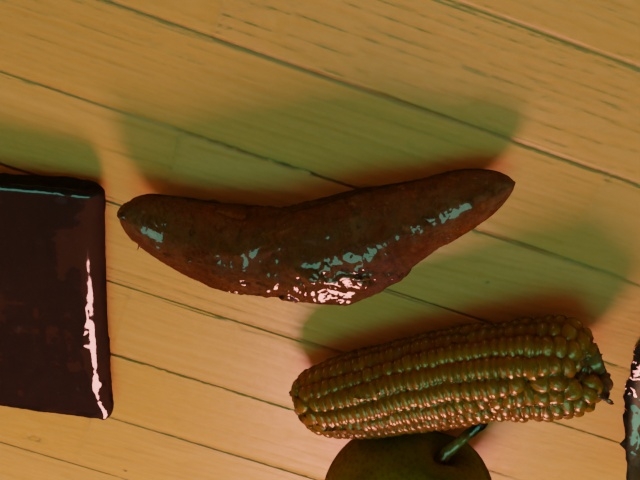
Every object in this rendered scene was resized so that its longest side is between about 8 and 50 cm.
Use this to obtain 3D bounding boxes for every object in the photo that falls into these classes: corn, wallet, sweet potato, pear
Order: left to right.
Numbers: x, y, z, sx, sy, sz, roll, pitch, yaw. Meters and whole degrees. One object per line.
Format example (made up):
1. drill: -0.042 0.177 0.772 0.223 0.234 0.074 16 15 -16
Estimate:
1. wallet: -0.286 0.060 1.056 0.165 0.042 0.309 7 131 1
2. sweet potato: -0.001 0.003 0.934 0.341 0.092 0.114 -4 112 11
3. pear: 0.097 0.253 1.080 0.180 0.166 0.216 26 124 3
4. corn: 0.112 0.134 1.019 0.313 0.102 0.102 -11 127 18

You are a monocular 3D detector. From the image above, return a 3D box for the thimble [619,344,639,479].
1. thimble: 0.362 0.215 0.946 0.150 0.271 0.271 2 130 4
